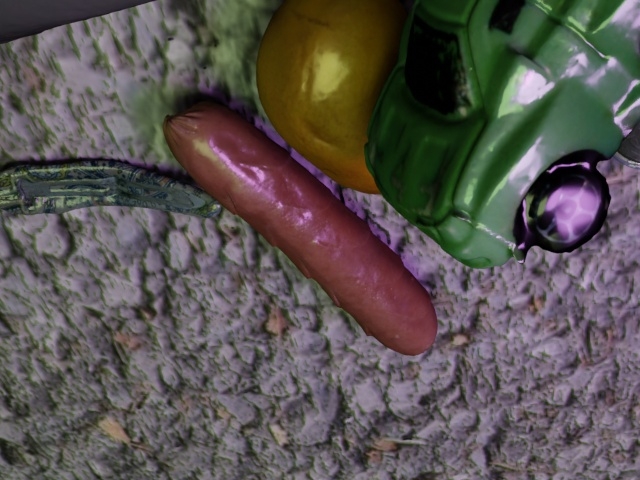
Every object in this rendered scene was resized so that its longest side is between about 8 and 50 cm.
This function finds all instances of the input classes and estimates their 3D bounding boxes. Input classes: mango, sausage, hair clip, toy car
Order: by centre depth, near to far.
[{"bbox_3d":[0.160,-0.164,0.715,0.176,0.213,0.358,33,100,-34],"label":"toy car"},{"bbox_3d":[0.025,-0.125,0.867,0.147,0.109,0.227,-29,134,-9],"label":"mango"},{"bbox_3d":[-0.209,-0.047,0.979,0.229,0.036,0.066,4,131,1],"label":"hair clip"},{"bbox_3d":[0.002,0.000,1.009,0.088,0.088,0.433,-29,130,23],"label":"sausage"}]

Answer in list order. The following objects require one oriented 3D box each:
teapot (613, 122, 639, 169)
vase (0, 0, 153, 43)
[{"bbox_3d":[0.284,-0.114,0.897,0.149,0.111,0.108,-3,150,-8],"label":"teapot"},{"bbox_3d":[-0.172,-0.240,0.657,0.291,0.245,0.245,-14,135,16],"label":"vase"}]
